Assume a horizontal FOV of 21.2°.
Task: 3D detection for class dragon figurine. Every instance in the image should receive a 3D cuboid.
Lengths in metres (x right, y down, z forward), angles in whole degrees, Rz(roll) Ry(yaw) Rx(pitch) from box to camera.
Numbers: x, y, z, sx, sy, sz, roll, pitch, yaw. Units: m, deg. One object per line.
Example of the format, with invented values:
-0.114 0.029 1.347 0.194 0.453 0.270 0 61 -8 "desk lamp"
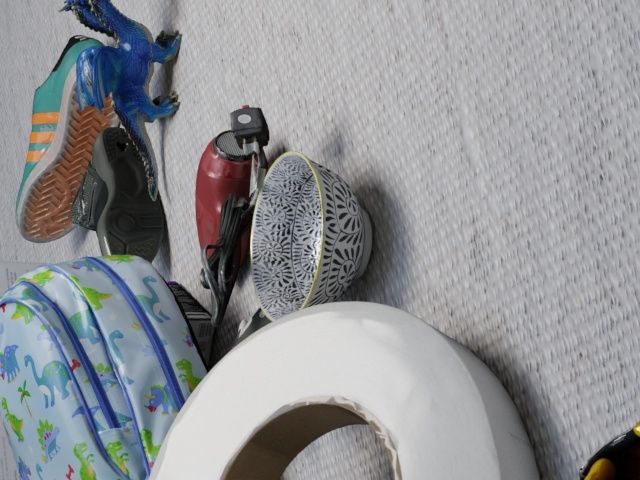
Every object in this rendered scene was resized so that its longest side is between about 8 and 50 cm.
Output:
-0.256 -0.198 2.121 0.085 0.144 0.289 15 101 63 "dragon figurine"

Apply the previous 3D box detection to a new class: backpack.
-0.232 0.186 1.902 0.290 0.273 0.355 135 131 -58 "backpack"

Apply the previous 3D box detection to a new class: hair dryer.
-0.110 -0.013 1.812 0.293 0.080 0.223 90 -165 -79 "hair dryer"

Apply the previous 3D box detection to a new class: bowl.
0.000 0.000 1.675 0.170 0.080 0.170 -175 90 -65 "bowl"

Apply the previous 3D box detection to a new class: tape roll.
0.005 0.243 1.470 0.392 0.072 0.392 -19 57 32 "tape roll"

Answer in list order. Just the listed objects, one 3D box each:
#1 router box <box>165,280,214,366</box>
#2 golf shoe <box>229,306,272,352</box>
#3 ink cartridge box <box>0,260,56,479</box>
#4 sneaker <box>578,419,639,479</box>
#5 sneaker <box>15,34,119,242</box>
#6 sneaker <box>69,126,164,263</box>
-0.182 0.153 2.060 0.133 0.046 0.179 37 122 57 "router box"
-0.035 0.111 1.720 0.273 0.105 0.120 -31 56 58 "golf shoe"
-0.392 0.180 2.158 0.071 0.330 0.324 -49 46 51 "ink cartridge box"
0.215 0.187 1.234 0.225 0.093 0.088 -61 38 43 "sneaker"
-0.350 -0.142 2.354 0.302 0.108 0.121 -64 34 24 "sneaker"
-0.262 -0.023 2.191 0.130 0.087 0.227 118 146 -44 "sneaker"
